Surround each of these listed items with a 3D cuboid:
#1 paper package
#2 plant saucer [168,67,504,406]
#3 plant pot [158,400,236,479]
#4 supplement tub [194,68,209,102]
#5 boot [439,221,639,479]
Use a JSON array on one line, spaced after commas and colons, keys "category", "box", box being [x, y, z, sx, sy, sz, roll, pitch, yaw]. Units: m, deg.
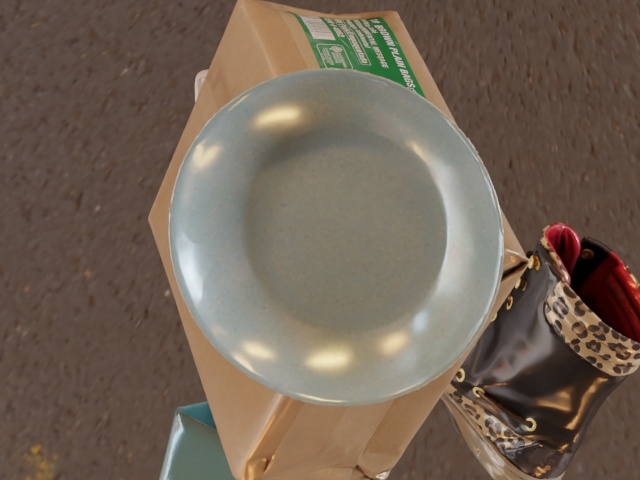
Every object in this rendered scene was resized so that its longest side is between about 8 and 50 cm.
[{"category": "paper package", "box": [0.000, 0.000, 1.261, 0.168, 0.325, 0.309, 2, 137, -29]}, {"category": "plant saucer", "box": [0.010, -0.003, 0.817, 0.195, 0.037, 0.195, 3, 101, 14]}, {"category": "plant pot", "box": [-0.103, 0.334, 1.748, 0.166, 0.165, 0.234, 23, 102, 25]}, {"category": "supplement tub", "box": [-0.035, -0.140, 1.549, 0.190, 0.117, 0.117, -9, 108, 1]}, {"category": "boot", "box": [0.216, 0.084, 1.694, 0.377, 0.138, 0.284, 56, 135, 25]}]
